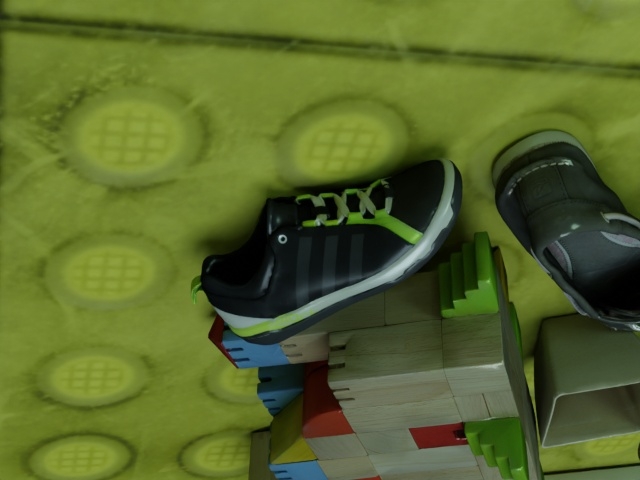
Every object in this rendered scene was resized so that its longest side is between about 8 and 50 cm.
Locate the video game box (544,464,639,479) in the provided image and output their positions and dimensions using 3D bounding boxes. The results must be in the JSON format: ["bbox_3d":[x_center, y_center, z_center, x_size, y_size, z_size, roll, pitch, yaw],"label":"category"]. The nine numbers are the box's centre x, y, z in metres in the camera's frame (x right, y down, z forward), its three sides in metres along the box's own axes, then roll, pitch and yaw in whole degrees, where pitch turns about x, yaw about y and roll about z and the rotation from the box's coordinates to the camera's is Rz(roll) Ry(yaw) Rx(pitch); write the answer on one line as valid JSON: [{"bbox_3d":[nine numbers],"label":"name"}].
[{"bbox_3d":[0.352,0.363,1.434,0.205,0.048,0.187,-3,139,-13],"label":"video game box"}]

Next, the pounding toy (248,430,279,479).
[{"bbox_3d":[-0.006,0.270,1.164,0.100,0.130,0.141,-10,144,17],"label":"pounding toy"}]

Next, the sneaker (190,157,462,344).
[{"bbox_3d":[0.000,0.000,0.841,0.234,0.084,0.097,-34,122,15],"label":"sneaker"}]

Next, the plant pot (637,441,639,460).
[{"bbox_3d":[0.432,0.158,1.135,0.237,0.110,0.237,-12,145,-9],"label":"plant pot"}]

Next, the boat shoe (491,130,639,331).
[{"bbox_3d":[0.253,0.027,0.937,0.112,0.095,0.335,-31,139,23],"label":"boat shoe"}]

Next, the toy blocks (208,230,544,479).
[{"bbox_3d":[0.058,0.154,1.009,0.260,0.191,0.381,-8,143,14],"label":"toy blocks"}]

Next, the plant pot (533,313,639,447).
[{"bbox_3d":[0.265,0.131,1.072,0.109,0.096,0.109,-8,143,-4],"label":"plant pot"}]
